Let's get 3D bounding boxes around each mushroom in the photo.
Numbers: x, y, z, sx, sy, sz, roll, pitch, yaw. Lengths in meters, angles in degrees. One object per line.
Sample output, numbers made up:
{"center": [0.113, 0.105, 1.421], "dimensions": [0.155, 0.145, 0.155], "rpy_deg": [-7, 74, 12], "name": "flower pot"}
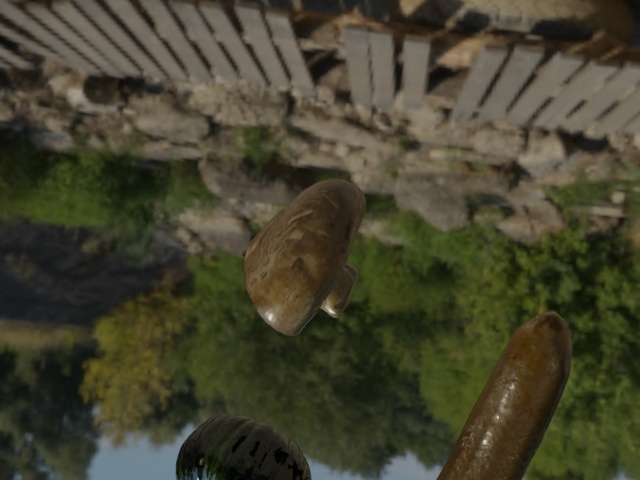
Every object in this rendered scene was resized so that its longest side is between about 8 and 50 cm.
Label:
{"center": [0.000, 0.000, 1.408], "dimensions": [0.156, 0.151, 0.286], "rpy_deg": [32, -150, -4], "name": "mushroom"}

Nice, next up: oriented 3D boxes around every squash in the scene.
{"center": [-0.117, 0.365, 1.630], "dimensions": [0.218, 0.172, 0.218], "rpy_deg": [29, 159, 12], "name": "squash"}

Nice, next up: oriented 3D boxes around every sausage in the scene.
{"center": [0.275, 0.339, 1.715], "dimensions": [0.136, 0.501, 0.123], "rpy_deg": [17, -167, -46], "name": "sausage"}
